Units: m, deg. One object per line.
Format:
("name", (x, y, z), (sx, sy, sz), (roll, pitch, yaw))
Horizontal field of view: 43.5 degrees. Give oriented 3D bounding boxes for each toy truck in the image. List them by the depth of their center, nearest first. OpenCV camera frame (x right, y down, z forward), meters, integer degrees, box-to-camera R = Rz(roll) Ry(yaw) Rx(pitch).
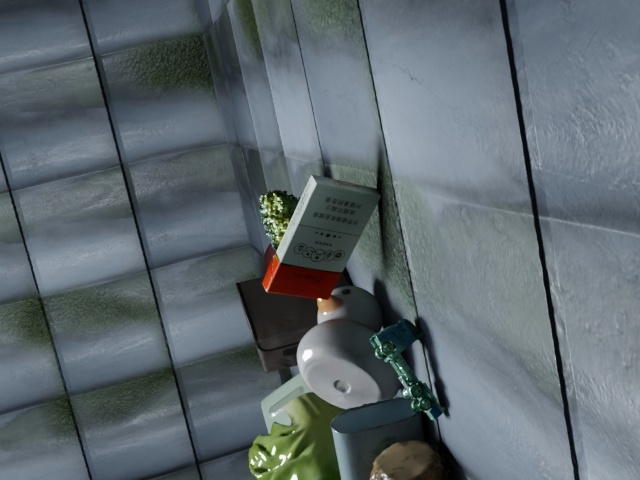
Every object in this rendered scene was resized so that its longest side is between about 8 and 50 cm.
("toy truck", (0.163, 0.219, 1.375), (0.175, 0.081, 0.067), (55, 166, 9))

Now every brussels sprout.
("brussels sprout", (0.039, 0.586, 1.776), (0.361, 0.342, 0.425), (29, 141, 45))

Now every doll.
("doll", (0.065, 0.206, 1.593), (0.251, 0.221, 0.221), (51, 179, -22))

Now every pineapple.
("pineapple", (0.174, 0.518, 1.449), (0.141, 0.170, 0.309), (-55, -46, -62))

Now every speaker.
("speaker", (-0.011, 0.548, 2.186), (0.183, 0.184, 0.406), (40, -165, -36))

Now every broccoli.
("broccoli", (-0.031, -0.057, 1.801), (0.194, 0.220, 0.194), (-46, 29, 34))

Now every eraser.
("eraser", (0.121, 0.422, 1.529), (0.081, 0.174, 0.226), (-113, 11, -68))

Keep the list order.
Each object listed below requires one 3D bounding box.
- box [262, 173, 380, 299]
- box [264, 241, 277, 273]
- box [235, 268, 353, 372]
("box", (0.000, 0.000, 1.458), (0.245, 0.139, 0.035), (-65, 31, 29))
("box", (-0.086, 0.116, 2.378), (0.404, 0.108, 0.263), (141, 114, -79))
("box", (-0.045, 0.176, 1.853), (0.153, 0.252, 0.188), (87, 164, -48))
